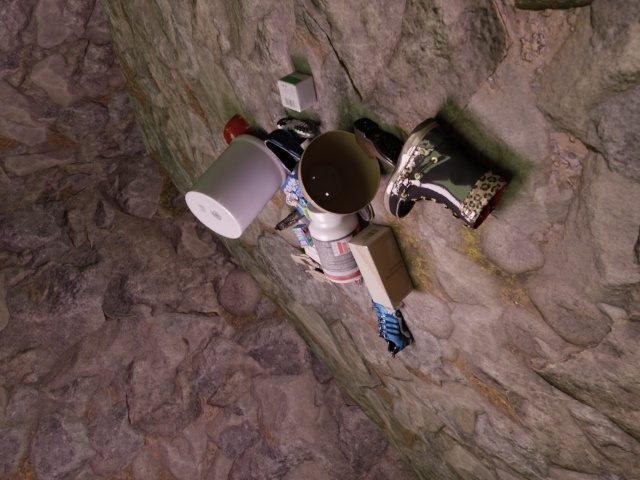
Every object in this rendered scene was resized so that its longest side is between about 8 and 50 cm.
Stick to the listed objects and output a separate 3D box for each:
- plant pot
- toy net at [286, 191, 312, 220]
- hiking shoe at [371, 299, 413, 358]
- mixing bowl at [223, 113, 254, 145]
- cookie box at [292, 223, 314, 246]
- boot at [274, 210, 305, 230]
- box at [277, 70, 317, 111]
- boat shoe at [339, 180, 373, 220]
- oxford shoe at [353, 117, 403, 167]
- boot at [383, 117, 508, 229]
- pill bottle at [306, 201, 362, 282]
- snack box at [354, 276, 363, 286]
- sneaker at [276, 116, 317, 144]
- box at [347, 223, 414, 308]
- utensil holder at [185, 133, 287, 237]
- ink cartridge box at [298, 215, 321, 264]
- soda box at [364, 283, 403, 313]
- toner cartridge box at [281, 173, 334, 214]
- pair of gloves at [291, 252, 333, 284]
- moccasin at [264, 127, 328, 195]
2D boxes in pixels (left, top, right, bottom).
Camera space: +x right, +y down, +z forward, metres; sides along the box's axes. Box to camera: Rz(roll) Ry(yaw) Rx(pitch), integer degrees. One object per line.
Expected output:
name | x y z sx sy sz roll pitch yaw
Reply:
plant pot | 0.043 -0.221 1.467 0.284 0.284 0.191 56 165 -7
toy net | -0.097 -0.172 1.861 0.232 0.045 0.122 26 146 44
hiking shoe | 0.319 0.400 1.957 0.304 0.132 0.113 57 156 -8
mixing bowl | -0.421 -0.528 2.087 0.181 0.098 0.181 40 153 25
cookie box | -0.079 -0.021 1.974 0.092 0.040 0.107 -2 120 60
boot | -0.144 -0.098 2.116 0.076 0.137 0.198 56 155 -7
box | -0.081 -0.531 1.482 0.101 0.087 0.102 33 148 38
boat shoe | 0.135 -0.156 1.623 0.075 0.065 0.206 4 127 60
oxford shoe | 0.191 -0.294 1.329 0.227 0.083 0.096 53 162 31
boot | 0.345 -0.133 1.205 0.284 0.138 0.377 43 149 21
pill bottle | 0.073 -0.015 1.749 0.210 0.210 0.362 27 145 45
snack box | 0.179 0.155 2.016 0.064 0.022 0.178 43 154 26
sneaker | -0.080 -0.423 1.647 0.234 0.078 0.106 27 151 46
box | 0.247 0.104 1.677 0.121 0.148 0.311 13 136 55
utensil holder | -0.390 -0.249 1.959 0.328 0.385 0.327 24 151 15
ink cartridge box | 0.000 0.000 2.033 0.172 0.100 0.237 35 150 36
soda box | 0.289 0.243 1.886 0.183 0.063 0.058 49 155 9
toner cartridge box | -0.061 -0.249 1.840 0.165 0.075 0.348 50 156 2
pair of gloves | -0.043 0.152 2.348 0.240 0.042 0.204 48 158 -27
moccasin | -0.090 -0.277 1.616 0.342 0.117 0.137 42 133 0
